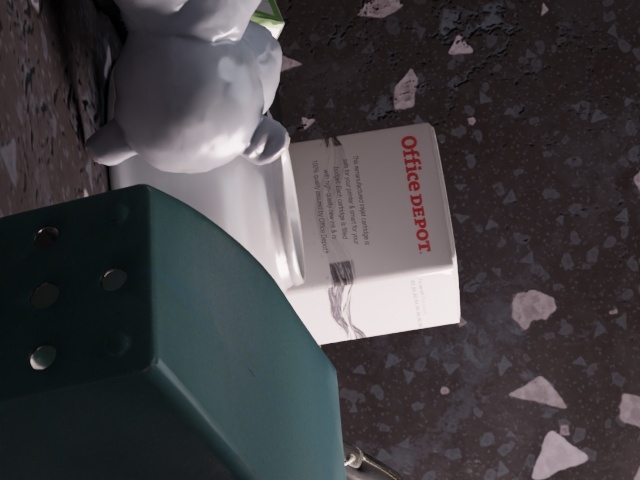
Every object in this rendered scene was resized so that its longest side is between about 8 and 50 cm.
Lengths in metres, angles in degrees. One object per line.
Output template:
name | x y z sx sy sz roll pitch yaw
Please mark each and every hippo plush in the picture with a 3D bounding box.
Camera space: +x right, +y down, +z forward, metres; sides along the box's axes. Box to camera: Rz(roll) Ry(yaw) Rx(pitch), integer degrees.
hippo plush | -0.068 -0.173 1.106 0.294 0.234 0.236 -84 167 -67

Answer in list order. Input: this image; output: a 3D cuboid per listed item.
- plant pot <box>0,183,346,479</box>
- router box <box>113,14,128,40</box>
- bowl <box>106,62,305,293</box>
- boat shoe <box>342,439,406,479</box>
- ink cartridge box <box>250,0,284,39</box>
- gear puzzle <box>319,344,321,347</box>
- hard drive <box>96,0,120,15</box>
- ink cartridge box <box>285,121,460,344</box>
plant pot | -0.095 0.089 0.761 0.234 0.166 0.165 65 15 -51
router box | -0.166 -0.265 1.372 0.133 0.046 0.179 71 11 -69
bowl | -0.089 -0.022 1.328 0.298 0.134 0.297 -9 90 -88
boat shoe | 0.005 0.252 1.660 0.084 0.233 0.079 -59 169 -17
ink cartridge box | -0.105 -0.229 1.468 0.109 0.062 0.209 -60 -148 30
gear puzzle | -0.076 0.039 1.745 0.175 0.044 0.339 29 42 -37
hard drive | -0.186 -0.266 1.247 0.094 0.022 0.135 74 9 -70
ink cartridge box | 0.000 0.000 1.587 0.114 0.273 0.198 77 5 -53
